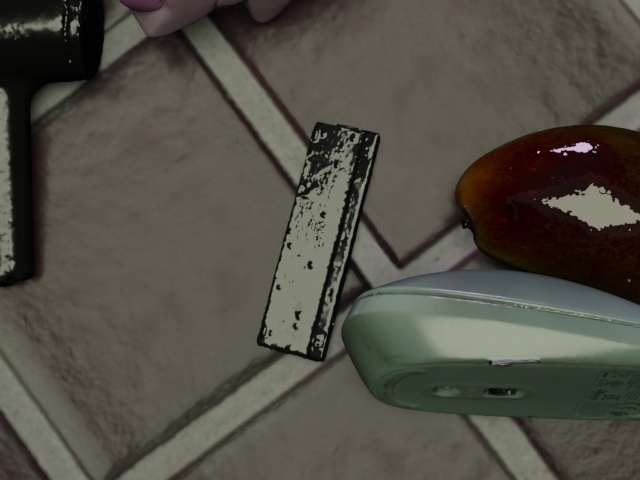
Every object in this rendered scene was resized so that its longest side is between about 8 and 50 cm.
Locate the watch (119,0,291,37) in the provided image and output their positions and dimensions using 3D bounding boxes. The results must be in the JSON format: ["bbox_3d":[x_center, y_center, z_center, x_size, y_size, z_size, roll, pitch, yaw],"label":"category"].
[{"bbox_3d":[-0.065,-0.311,0.968,0.211,0.248,0.217,-12,74,-34],"label":"watch"}]

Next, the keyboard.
[{"bbox_3d":[0.000,0.000,1.054,0.060,0.018,0.195,15,87,10],"label":"keyboard"}]

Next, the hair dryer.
[{"bbox_3d":[-0.271,-0.085,1.039,0.197,0.089,0.251,-4,93,1],"label":"hair dryer"}]

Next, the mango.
[{"bbox_3d":[0.240,-0.018,1.000,0.267,0.111,0.133,16,76,-2],"label":"mango"}]

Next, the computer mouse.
[{"bbox_3d":[0.160,0.075,0.977,0.288,0.159,0.097,1,65,1],"label":"computer mouse"}]
